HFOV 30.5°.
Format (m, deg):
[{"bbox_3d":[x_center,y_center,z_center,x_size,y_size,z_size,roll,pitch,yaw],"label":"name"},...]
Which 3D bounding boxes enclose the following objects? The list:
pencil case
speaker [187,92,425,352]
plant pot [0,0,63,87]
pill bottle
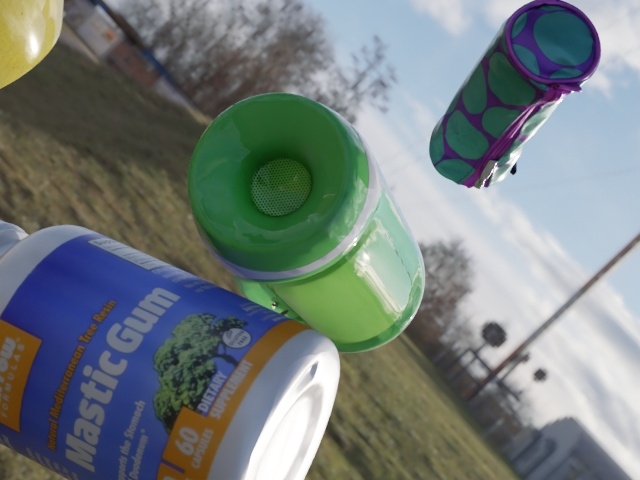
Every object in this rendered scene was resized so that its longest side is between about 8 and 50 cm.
[{"bbox_3d":[0.123,-0.090,0.763,0.152,0.064,0.070,119,-29,-62],"label":"pencil case"},{"bbox_3d":[0.000,0.000,0.866,0.131,0.131,0.296,46,-3,21],"label":"speaker"},{"bbox_3d":[-0.168,-0.119,0.521,0.134,0.134,0.095,44,-15,49],"label":"plant pot"},{"bbox_3d":[-0.138,0.080,0.760,0.272,0.152,0.152,22,-11,18],"label":"pill bottle"}]
